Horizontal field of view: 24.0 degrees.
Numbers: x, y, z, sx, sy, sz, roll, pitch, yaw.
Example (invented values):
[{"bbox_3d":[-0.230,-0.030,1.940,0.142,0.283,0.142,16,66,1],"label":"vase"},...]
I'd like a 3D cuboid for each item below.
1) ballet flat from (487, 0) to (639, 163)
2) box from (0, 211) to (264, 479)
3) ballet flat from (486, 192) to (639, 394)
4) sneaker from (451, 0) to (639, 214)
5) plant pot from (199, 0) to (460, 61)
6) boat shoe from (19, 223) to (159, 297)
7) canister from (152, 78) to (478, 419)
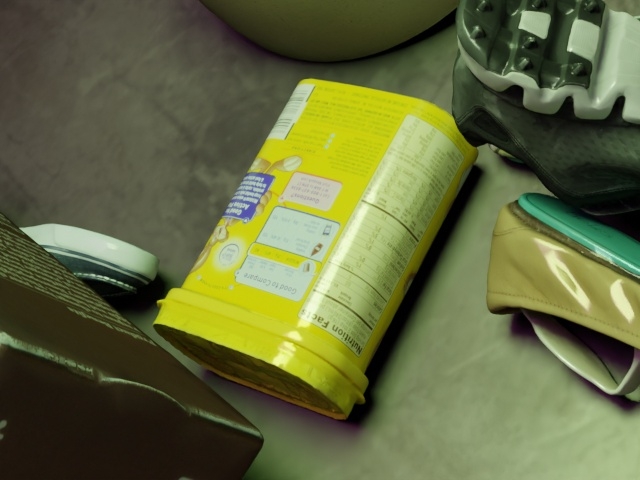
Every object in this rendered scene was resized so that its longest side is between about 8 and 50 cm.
[{"bbox_3d":[0.177,-0.096,0.778,0.222,0.079,0.076,-9,56,29],"label":"ballet flat"},{"bbox_3d":[-0.228,0.044,0.811,0.381,0.191,0.143,32,91,41],"label":"box"},{"bbox_3d":[0.170,0.048,0.708,0.232,0.080,0.073,31,109,44],"label":"ballet flat"},{"bbox_3d":[0.167,-0.052,0.729,0.234,0.106,0.078,19,60,0],"label":"sneaker"},{"bbox_3d":[-0.025,-0.270,0.899,0.284,0.191,0.284,-10,72,34],"label":"plant pot"},{"bbox_3d":[-0.180,0.037,0.945,0.183,0.065,0.083,2,71,37],"label":"boat shoe"},{"bbox_3d":[0.000,0.000,0.837,0.126,0.073,0.170,16,70,39],"label":"canister"}]
